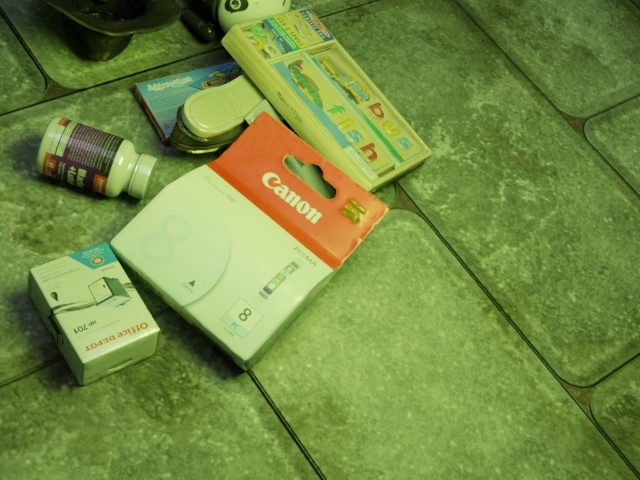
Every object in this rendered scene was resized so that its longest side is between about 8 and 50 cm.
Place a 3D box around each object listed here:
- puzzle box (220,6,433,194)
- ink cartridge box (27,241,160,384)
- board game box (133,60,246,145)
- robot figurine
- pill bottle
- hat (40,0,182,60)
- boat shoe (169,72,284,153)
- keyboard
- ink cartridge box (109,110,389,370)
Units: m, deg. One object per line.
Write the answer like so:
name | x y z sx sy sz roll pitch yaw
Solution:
puzzle box | 0.022 -0.275 1.894 0.409 0.052 0.272 50 36 6
ink cartridge box | -0.365 0.115 1.561 0.139 0.082 0.191 -23 64 -30
board game box | -0.214 -0.282 1.932 0.281 0.027 0.145 -19 66 -29
robot figurine | -0.182 -0.533 2.017 0.173 0.209 0.278 -15 51 -36
pill bottle | -0.393 -0.140 1.719 0.193 0.108 0.108 19 52 -4
hat | -0.435 -0.438 1.906 0.331 0.134 0.331 14 33 -10
boat shoe | -0.148 -0.244 1.850 0.324 0.097 0.117 -27 79 -43
keyboard | -0.046 -0.146 1.823 0.256 0.014 0.072 53 42 -14
ink cartridge box | -0.114 -0.021 1.657 0.308 0.091 0.385 39 75 12
